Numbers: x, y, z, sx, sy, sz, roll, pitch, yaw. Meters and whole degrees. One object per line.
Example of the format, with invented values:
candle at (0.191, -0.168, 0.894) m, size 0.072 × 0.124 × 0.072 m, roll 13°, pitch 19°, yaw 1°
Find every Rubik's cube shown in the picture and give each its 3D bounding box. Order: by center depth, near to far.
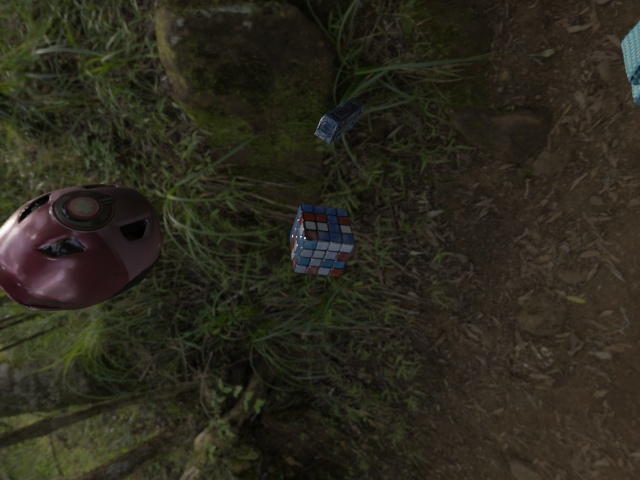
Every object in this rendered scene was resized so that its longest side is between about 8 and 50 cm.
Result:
Rubik's cube at (0.000, 0.000, 0.805) m, size 0.092 × 0.093 × 0.092 m, roll -99°, pitch 22°, yaw -43°

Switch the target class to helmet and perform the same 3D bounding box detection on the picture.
helmet at (-0.361, -0.012, 0.699) m, size 0.154 × 0.253 × 0.198 m, roll -46°, pitch 77°, yaw 18°

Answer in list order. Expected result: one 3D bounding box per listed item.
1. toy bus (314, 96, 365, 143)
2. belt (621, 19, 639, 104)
toy bus at (0.047, -0.278, 1.012) m, size 0.047 × 0.166 × 0.065 m, roll 34°, pitch 131°, yaw 6°
belt at (0.275, -0.164, 0.286) m, size 0.179 × 0.100 × 0.065 m, roll 76°, pitch -164°, yaw -68°
